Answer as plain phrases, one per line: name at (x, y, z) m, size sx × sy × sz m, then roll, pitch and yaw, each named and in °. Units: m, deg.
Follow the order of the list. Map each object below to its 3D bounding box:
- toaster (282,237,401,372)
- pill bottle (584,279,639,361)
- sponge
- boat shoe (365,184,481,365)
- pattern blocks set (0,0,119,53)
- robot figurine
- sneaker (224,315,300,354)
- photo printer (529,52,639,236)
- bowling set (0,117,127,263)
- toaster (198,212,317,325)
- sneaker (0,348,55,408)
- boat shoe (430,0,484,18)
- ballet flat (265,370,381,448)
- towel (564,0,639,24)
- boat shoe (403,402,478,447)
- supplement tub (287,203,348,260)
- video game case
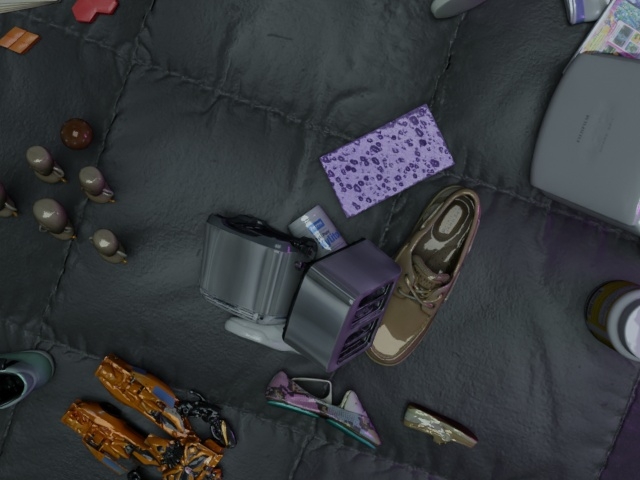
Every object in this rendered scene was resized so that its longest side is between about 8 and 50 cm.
toaster at (0.030, 0.102, 1.482) m, size 0.110 × 0.185 × 0.168 m, roll 35°, pitch 124°, yaw 26°
pill bottle at (0.516, 0.133, 1.511) m, size 0.119 × 0.208 × 0.119 m, roll 0°, pitch 94°, yaw 1°
sponge at (0.114, -0.137, 1.591) m, size 0.210 × 0.031 × 0.117 m, roll -27°, pitch 93°, yaw 4°
boat shoe at (0.167, 0.060, 1.563) m, size 0.121 × 0.110 × 0.341 m, roll 25°, pitch 94°, yaw 0°
pattern blocks set at (-0.536, -0.468, 1.587) m, size 0.324 × 0.026 × 0.286 m, roll -18°, pitch 93°, yaw 3°
robot figurine at (-0.294, 0.340, 1.606) m, size 0.291 × 0.085 × 0.211 m, roll 36°, pitch 95°, yaw -1°
sneaker at (-0.058, 0.147, 1.601) m, size 0.212 × 0.080 × 0.094 m, roll 14°, pitch 82°, yaw -6°
photo printer at (0.462, -0.161, 1.451) m, size 0.107 × 0.307 × 0.256 m, roll 13°, pitch 102°, yaw -27°
bowling set at (-0.423, -0.092, 1.570) m, size 0.287 × 0.154 × 0.200 m, roll 27°, pitch 75°, yaw 1°
toaster at (-0.102, 0.049, 1.533) m, size 0.227 × 0.129 × 0.147 m, roll 20°, pitch 102°, yaw 36°
sneaker at (-0.600, 0.247, 1.574) m, size 0.255 × 0.151 × 0.094 m, roll -14°, pitch 95°, yaw 3°
boat shoe at (0.273, -0.461, 1.551) m, size 0.227 × 0.079 × 0.081 m, roll -33°, pitch 73°, yaw 4°
ballet flat at (0.014, 0.287, 1.607) m, size 0.221 × 0.077 × 0.079 m, roll 23°, pitch 75°, yaw 0°
towel at (0.535, -0.495, 1.556) m, size 0.284 × 0.034 × 0.209 m, roll -12°, pitch 94°, yaw 2°
boat shoe at (0.209, 0.332, 1.614) m, size 0.135 × 0.050 × 0.045 m, roll 26°, pitch 97°, yaw 10°
supplement tub at (0.000, 0.000, 1.583) m, size 0.071 × 0.071 × 0.107 m, roll -35°, pitch 93°, yaw 3°
video game case at (0.514, -0.313, 1.561) m, size 0.143 × 0.019 × 0.157 m, roll 32°, pitch 107°, yaw -1°
